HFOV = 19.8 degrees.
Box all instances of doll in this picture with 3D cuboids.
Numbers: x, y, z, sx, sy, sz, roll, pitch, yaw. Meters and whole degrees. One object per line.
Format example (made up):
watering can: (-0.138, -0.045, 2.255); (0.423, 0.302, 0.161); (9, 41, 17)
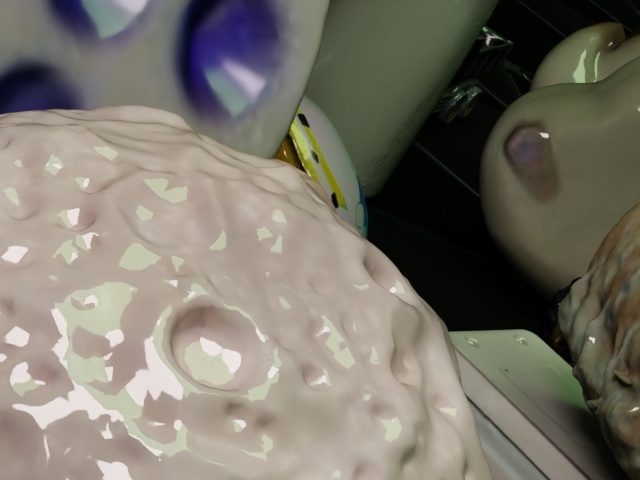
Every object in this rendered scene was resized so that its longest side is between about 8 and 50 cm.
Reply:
doll: (0.249, -0.058, 1.363); (0.226, 0.215, 0.370); (55, 22, -12)

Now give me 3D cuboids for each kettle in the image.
kettle: (0.026, -0.168, 1.232); (0.165, 0.255, 0.240); (41, 23, 15)

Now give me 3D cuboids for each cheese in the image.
cheese: (0.000, 0.000, 1.043); (0.156, 0.064, 0.250); (81, -15, -59)

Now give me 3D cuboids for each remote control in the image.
remote control: (0.165, 0.153, 1.003); (0.277, 0.055, 0.103); (44, 24, 30)

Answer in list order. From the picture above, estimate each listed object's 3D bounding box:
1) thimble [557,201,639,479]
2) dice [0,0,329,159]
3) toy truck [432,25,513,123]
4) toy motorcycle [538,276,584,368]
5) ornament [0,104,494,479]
thimble: (0.255, 0.069, 0.959); (0.229, 0.196, 0.148); (25, 23, -19)
dice: (-0.171, -0.120, 0.722); (0.259, 0.251, 0.243); (16, 35, 40)
toy truck: (0.089, -0.152, 1.503); (0.083, 0.092, 0.192); (39, 23, 13)
toy motorcycle: (0.338, 0.096, 1.146); (0.401, 0.207, 0.134); (34, 23, -19)
ornament: (-0.079, 0.080, 0.549); (0.225, 0.259, 0.259); (48, 25, 18)
